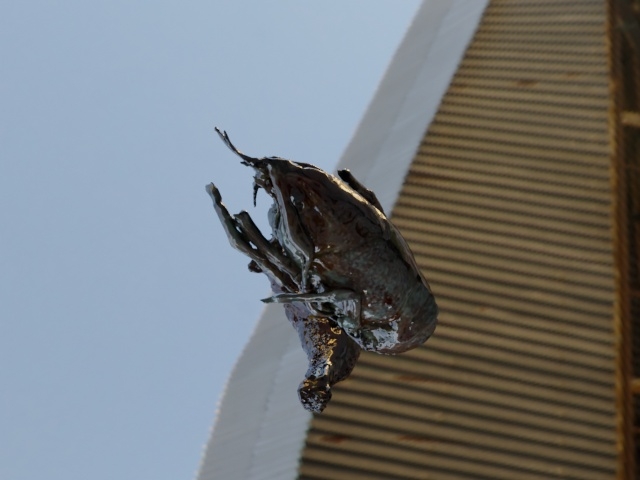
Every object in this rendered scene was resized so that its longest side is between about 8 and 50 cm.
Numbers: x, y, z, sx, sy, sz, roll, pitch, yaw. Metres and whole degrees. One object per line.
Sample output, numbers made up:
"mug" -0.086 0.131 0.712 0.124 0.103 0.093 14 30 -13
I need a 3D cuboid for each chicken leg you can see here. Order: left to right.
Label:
"chicken leg" -0.004 0.056 0.934 0.093 0.053 0.205 18 -156 -33

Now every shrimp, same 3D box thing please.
"shrimp" 0.001 0.000 0.692 0.190 0.073 0.074 44 -155 -38
